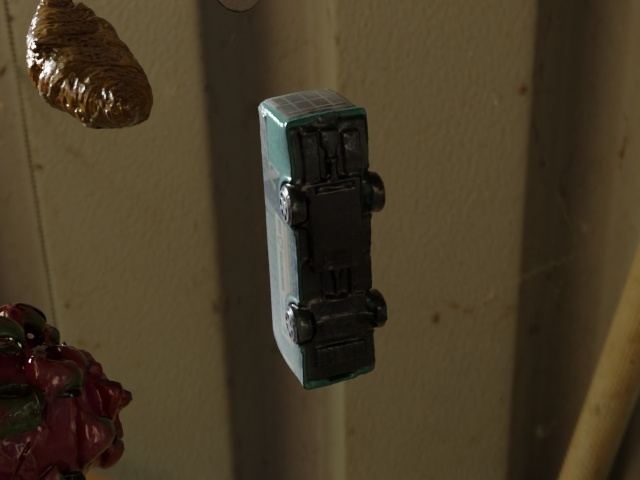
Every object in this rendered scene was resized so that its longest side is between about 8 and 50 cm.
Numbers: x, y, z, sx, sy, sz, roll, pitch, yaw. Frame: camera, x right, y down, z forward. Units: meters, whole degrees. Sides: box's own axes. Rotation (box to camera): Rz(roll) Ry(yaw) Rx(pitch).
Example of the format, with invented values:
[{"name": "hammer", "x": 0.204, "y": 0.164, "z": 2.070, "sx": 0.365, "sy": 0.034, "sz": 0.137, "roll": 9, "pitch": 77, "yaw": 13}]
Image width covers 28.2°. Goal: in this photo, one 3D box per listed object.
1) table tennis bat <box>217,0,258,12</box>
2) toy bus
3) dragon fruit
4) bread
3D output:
[{"name": "table tennis bat", "x": -0.092, "y": -0.266, "z": 1.268, "sx": 0.050, "sy": 0.007, "sz": 0.083, "roll": -35, "pitch": -81, "yaw": -4}, {"name": "toy bus", "x": 0.000, "y": 0.000, "z": 1.121, "sx": 0.091, "sy": 0.109, "sz": 0.261, "roll": -12, "pitch": -60, "yaw": -20}, {"name": "dragon fruit", "x": -0.297, "y": 0.139, "z": 1.089, "sx": 0.218, "sy": 0.198, "sz": 0.273, "roll": -9, "pitch": -48, "yaw": 37}, {"name": "bread", "x": -0.237, "y": -0.166, "z": 1.273, "sx": 0.105, "sy": 0.233, "sz": 0.076, "roll": -11, "pitch": -50, "yaw": -30}]
